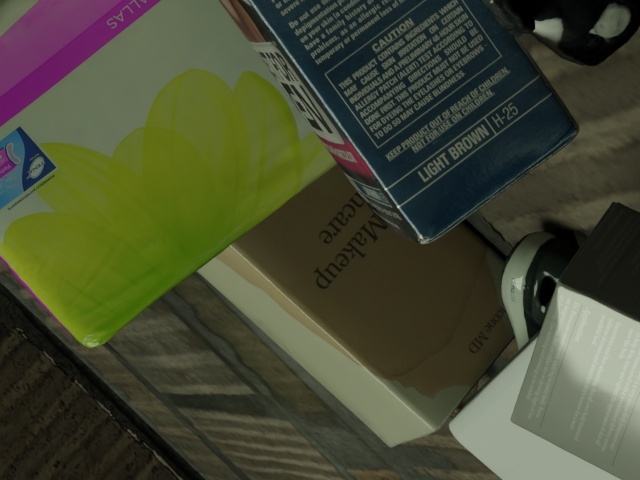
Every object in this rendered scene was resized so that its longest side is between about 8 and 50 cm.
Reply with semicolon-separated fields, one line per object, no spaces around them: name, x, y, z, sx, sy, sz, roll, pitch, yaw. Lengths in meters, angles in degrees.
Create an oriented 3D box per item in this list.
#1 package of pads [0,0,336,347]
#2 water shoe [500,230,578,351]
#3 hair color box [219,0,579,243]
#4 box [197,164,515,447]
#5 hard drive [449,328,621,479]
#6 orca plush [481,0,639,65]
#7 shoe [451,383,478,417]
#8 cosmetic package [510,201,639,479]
package of pads;-0.098;-0.101;1.189;0.229;0.296;0.101;51;180;-32
water shoe;0.187;0.079;1.386;0.080;0.073;0.203;23;156;39
hair color box;-0.019;-0.171;1.017;0.347;0.105;0.174;54;178;-9
box;0.000;0.000;1.478;0.311;0.148;0.121;41;162;-3
hard drive;0.230;0.121;1.300;0.203;0.040;0.307;41;145;3
orca plush;0.095;-0.205;0.933;0.287;0.102;0.151;53;-156;-21
shoe;0.072;0.102;1.732;0.076;0.058;0.219;29;176;-35
cosmetic package;0.244;0.093;1.137;0.238;0.107;0.127;26;132;13
